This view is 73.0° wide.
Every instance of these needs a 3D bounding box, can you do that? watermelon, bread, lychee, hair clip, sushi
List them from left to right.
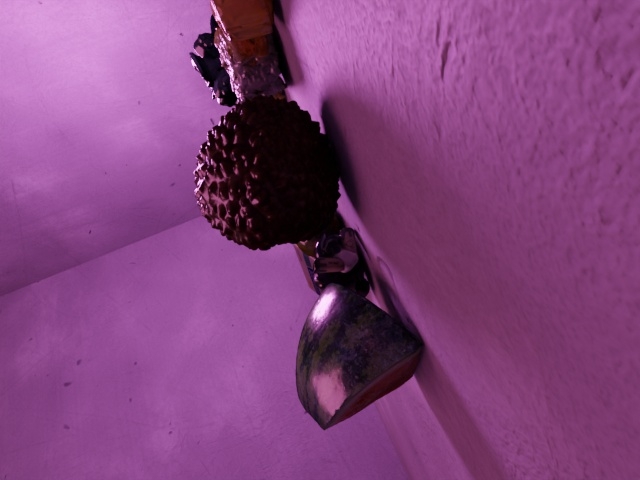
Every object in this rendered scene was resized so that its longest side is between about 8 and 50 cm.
[{"bbox_3d":[-0.292,-0.560,1.391,0.194,0.206,0.310,108,139,-84],"label":"hair clip"},{"bbox_3d":[-0.178,-0.519,0.869,0.152,0.119,0.288,68,177,-49],"label":"bread"},{"bbox_3d":[-0.170,-0.431,1.058,0.274,0.139,0.184,-118,10,-72],"label":"sushi"},{"bbox_3d":[-0.107,-0.123,0.881,0.306,0.306,0.330,-122,37,-62],"label":"lychee"},{"bbox_3d":[0.100,0.273,0.907,0.293,0.283,0.250,24,-176,-9],"label":"watermelon"}]

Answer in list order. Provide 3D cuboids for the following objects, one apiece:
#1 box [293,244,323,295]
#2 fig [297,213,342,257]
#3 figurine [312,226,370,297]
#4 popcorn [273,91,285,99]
[{"bbox_3d":[0.030,0.121,1.387,0.200,0.065,0.343,36,162,24],"label":"box"},{"bbox_3d":[0.001,-0.059,1.213,0.245,0.149,0.149,-90,-13,-46],"label":"fig"},{"bbox_3d":[0.057,0.073,1.065,0.222,0.145,0.145,80,167,-61],"label":"figurine"},{"bbox_3d":[-0.151,-0.410,1.226,0.109,0.097,0.089,39,157,50],"label":"popcorn"}]
